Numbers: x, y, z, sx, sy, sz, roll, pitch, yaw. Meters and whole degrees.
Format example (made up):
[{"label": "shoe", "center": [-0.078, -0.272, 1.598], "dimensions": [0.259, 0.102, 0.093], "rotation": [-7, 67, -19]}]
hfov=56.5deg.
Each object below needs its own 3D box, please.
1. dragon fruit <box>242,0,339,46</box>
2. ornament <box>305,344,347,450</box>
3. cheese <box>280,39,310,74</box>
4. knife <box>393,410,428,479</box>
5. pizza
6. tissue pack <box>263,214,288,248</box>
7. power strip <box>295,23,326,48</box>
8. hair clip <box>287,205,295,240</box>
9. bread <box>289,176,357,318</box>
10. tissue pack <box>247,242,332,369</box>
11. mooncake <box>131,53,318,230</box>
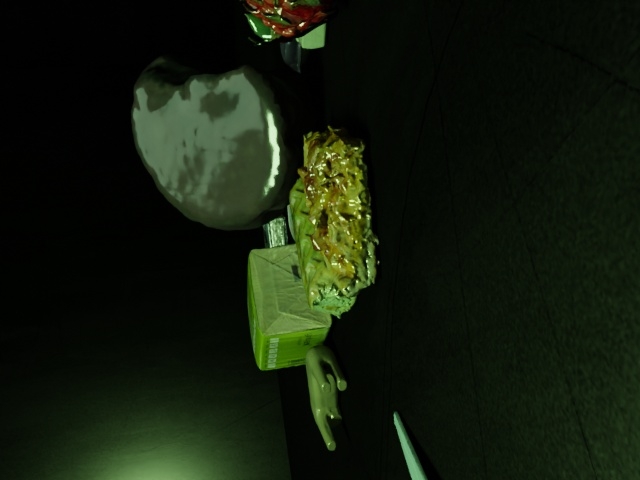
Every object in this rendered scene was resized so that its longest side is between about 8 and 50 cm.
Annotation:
[{"label": "dragon fruit", "center": [-0.045, -0.381, 0.827], "dimensions": [0.188, 0.182, 0.182], "rotation": [92, 169, -68]}, {"label": "ornament", "center": [0.008, 0.332, 1.275], "dimensions": [0.245, 0.061, 0.230], "rotation": [-125, 28, -68]}, {"label": "cheese", "center": [-0.054, -0.442, 1.179], "dimensions": [0.135, 0.052, 0.244], "rotation": [-162, 67, -77]}, {"label": "knife", "center": [0.123, 0.295, 0.665], "dimensions": [0.331, 0.044, 0.080], "rotation": [-117, 16, -80]}, {"label": "pizza", "center": [0.019, -0.076, 0.895], "dimensions": [0.226, 0.086, 0.335], "rotation": [94, 167, -53]}, {"label": "tissue pack", "center": [-0.141, 0.033, 1.925], "dimensions": [0.173, 0.073, 0.235], "rotation": [-142, 47, -75]}, {"label": "power strip", "center": [-0.012, -0.440, 0.940], "dimensions": [0.286, 0.048, 0.080], "rotation": [94, 164, -45]}, {"label": "hair clip", "center": [-0.050, -0.075, 1.425], "dimensions": [0.140, 0.054, 0.220], "rotation": [113, 147, -58]}, {"label": "bread", "center": [-0.001, 0.000, 1.040], "dimensions": [0.087, 0.098, 0.269], "rotation": [-35, 51, 30]}, {"label": "tissue pack", "center": [-0.076, 0.155, 1.345], "dimensions": [0.274, 0.167, 0.200], "rotation": [105, 155, -62]}, {"label": "mooncake", "center": [-0.184, -0.199, 1.199], "dimensions": [0.212, 0.381, 0.350], "rotation": [-28, -44, -56]}]
